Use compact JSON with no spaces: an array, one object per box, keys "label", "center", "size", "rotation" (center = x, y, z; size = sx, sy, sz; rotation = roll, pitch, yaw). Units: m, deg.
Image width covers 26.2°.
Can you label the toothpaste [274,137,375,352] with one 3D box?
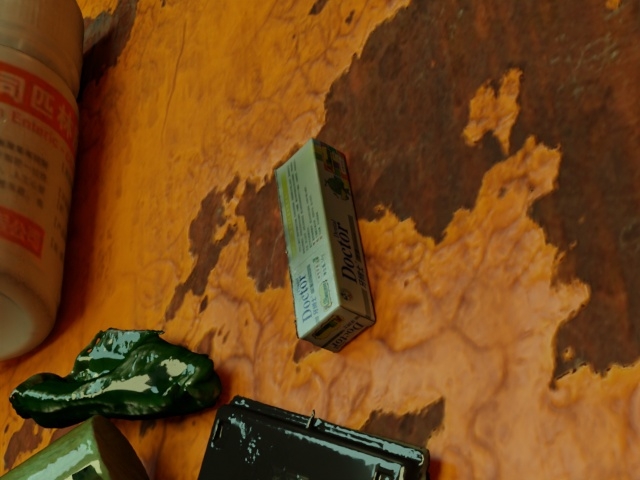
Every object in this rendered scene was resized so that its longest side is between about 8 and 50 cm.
[{"label":"toothpaste","center":[0.000,0.000,0.966],"size":[0.046,0.034,0.164],"rotation":[-42,39,31]}]

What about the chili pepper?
[{"label":"chili pepper","center":[-0.158,0.115,1.078],"size":[0.216,0.062,0.108],"rotation":[-9,21,48]}]

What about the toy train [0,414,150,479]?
[{"label":"toy train","center":[-0.241,0.244,0.995],"size":[0.307,0.126,0.189],"rotation":[-34,50,5]}]

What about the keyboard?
[{"label":"keyboard","center":[-0.012,0.156,0.890],"size":[0.230,0.025,0.093],"rotation":[7,77,56]}]

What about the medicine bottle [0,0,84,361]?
[{"label":"medicine bottle","center":[-0.344,-0.082,1.349],"size":[0.211,0.211,0.371],"rotation":[-32,45,40]}]
